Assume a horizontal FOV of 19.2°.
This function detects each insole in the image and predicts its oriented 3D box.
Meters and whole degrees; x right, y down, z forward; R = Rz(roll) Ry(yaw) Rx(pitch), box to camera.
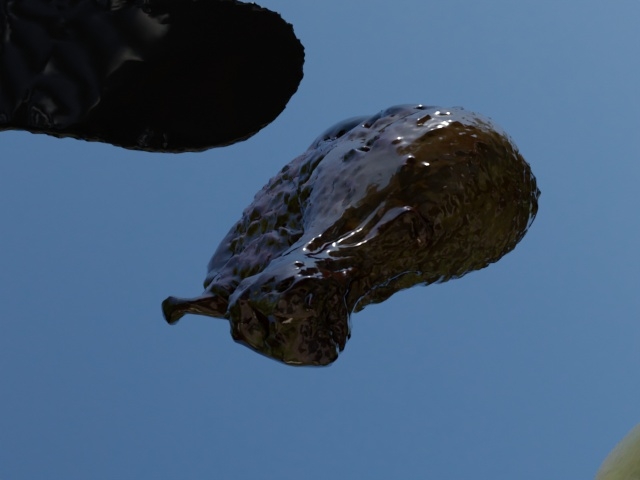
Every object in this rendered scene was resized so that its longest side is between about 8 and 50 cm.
[{"bbox_3d":[-0.118,-0.053,0.516,0.003,0.232,0.080,84,-166,-49],"label":"insole"}]

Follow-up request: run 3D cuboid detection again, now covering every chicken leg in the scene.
[{"bbox_3d":[0.012,-0.006,0.876,0.177,0.322,0.083,-28,-83,-11],"label":"chicken leg"}]

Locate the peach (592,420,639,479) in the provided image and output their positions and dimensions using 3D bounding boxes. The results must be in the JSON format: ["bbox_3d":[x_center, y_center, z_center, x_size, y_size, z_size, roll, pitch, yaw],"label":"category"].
[{"bbox_3d":[0.341,0.238,1.339,0.315,0.314,0.281,-59,-23,-71],"label":"peach"}]
